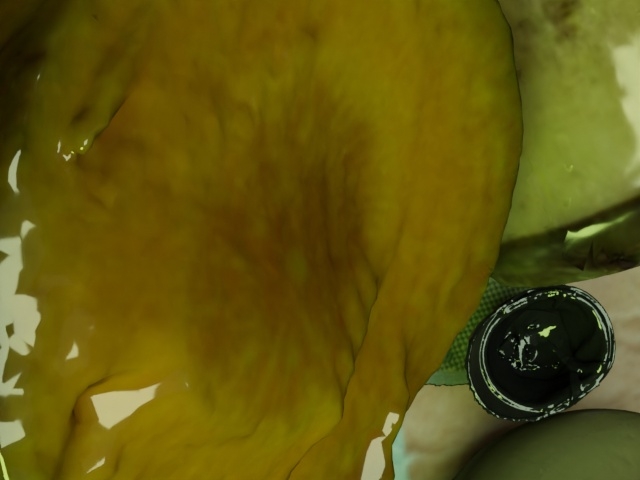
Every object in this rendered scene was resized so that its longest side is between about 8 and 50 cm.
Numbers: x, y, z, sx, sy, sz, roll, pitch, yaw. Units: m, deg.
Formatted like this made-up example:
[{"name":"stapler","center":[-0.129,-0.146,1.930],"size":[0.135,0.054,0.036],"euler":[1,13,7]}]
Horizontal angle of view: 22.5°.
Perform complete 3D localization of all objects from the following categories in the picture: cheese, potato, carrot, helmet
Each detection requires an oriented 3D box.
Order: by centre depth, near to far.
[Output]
[{"name":"carrot","center":[-0.052,-0.037,0.618],"size":[0.241,0.341,0.241],"euler":[-11,116,-22]},{"name":"potato","center":[0.129,-0.120,0.758],"size":[0.285,0.242,0.242],"euler":[-29,106,-36]},{"name":"cheese","center":[0.145,0.170,0.829],"size":[0.202,0.091,0.175],"euler":[-37,87,-34]},{"name":"helmet","center":[0.108,0.059,0.843],"size":[0.084,0.049,0.065],"euler":[-24,93,-10]}]

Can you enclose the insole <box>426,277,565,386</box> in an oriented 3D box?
[{"name":"insole","center":[0.000,0.000,0.816],"size":[0.322,0.007,0.109],"euler":[22,84,-27]}]
